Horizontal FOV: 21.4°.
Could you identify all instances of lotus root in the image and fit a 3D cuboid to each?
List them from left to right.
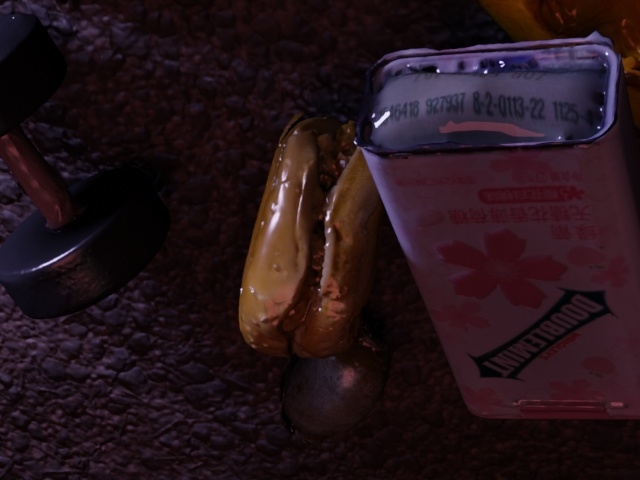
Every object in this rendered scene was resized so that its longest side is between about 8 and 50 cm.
[{"bbox_3d":[0.007,0.129,1.509,0.088,0.088,0.165,28,133,-7],"label":"lotus root"}]

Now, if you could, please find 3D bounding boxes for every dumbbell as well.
[{"bbox_3d":[-0.239,-0.060,1.391,0.152,0.152,0.218,-21,116,24],"label":"dumbbell"}]

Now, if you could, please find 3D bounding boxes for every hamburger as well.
[{"bbox_3d":[0.000,0.002,1.352,0.108,0.214,0.214,14,124,-2],"label":"hamburger"}]

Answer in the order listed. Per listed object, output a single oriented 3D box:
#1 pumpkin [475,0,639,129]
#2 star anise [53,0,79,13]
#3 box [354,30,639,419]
[{"bbox_3d":[0.261,-0.180,1.249,0.312,0.169,0.148,32,166,-7],"label":"pumpkin"},{"bbox_3d":[-0.183,-0.263,1.303,0.171,0.063,0.208,15,124,0],"label":"star anise"},{"bbox_3d":[0.163,0.000,1.300,0.190,0.112,0.370,-2,141,17],"label":"box"}]
